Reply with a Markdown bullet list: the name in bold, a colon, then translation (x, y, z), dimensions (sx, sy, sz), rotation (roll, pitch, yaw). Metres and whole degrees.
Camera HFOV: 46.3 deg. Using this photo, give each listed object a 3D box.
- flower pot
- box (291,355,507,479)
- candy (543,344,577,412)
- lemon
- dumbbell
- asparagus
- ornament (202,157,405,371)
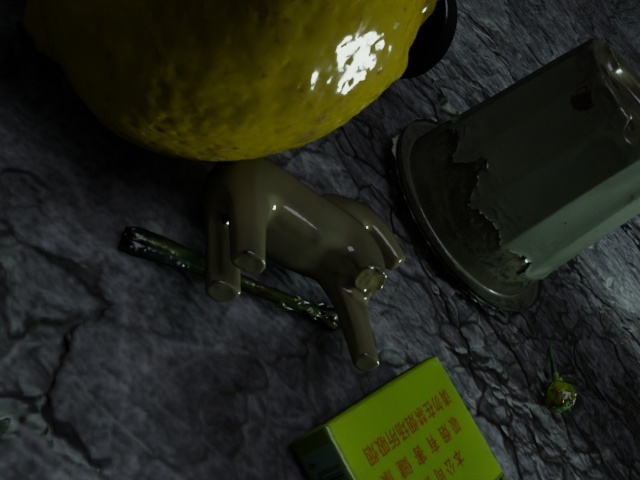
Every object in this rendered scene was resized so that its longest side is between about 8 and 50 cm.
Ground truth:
- **flower pot**: translation (0.260, -0.090, 0.879), dimensions (0.290, 0.259, 0.290), rotation (29, 43, -31)
- **box**: translation (0.120, 0.270, 0.590), dimensions (0.187, 0.047, 0.335), rotation (-15, 74, -55)
- **candy**: translation (0.280, 0.161, 0.896), dimensions (0.035, 0.035, 0.123), rotation (5, 26, 7)
- **lemon**: translation (-0.064, -0.186, 0.554), dimensions (0.253, 0.310, 0.254), rotation (174, -90, -90)
- **dumbbell**: translation (0.063, -0.284, 0.912), dimensions (0.325, 0.143, 0.143), rotation (4, 58, -49)
- **asparagus**: translation (-0.056, 0.037, 0.604), dimensions (0.233, 0.022, 0.023), rotation (26, 0, -35)
- **ornament**: translation (0.000, 0.000, 0.653), dimensions (0.230, 0.061, 0.245), rotation (31, 26, -27)
